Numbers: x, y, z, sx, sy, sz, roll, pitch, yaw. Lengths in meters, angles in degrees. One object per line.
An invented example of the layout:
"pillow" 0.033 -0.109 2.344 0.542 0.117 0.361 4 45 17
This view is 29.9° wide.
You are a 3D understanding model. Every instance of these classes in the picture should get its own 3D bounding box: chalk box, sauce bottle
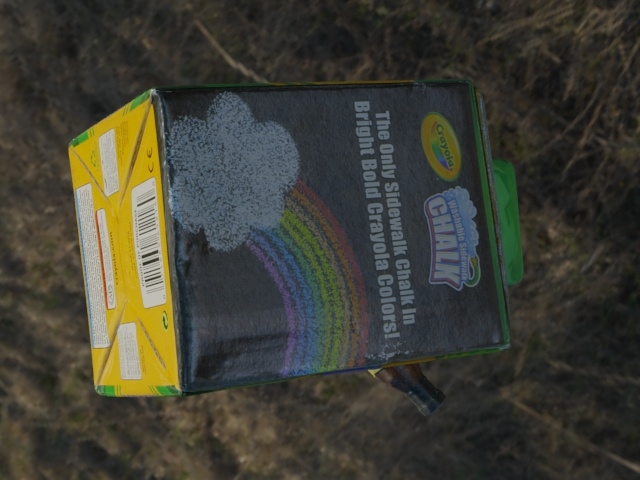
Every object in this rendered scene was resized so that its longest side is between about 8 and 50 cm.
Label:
"chalk box" 0.002 -0.002 0.586 0.132 0.213 0.132 -13 82 62
"sauce bottle" 0.057 0.102 1.057 0.128 0.042 0.042 47 141 0
